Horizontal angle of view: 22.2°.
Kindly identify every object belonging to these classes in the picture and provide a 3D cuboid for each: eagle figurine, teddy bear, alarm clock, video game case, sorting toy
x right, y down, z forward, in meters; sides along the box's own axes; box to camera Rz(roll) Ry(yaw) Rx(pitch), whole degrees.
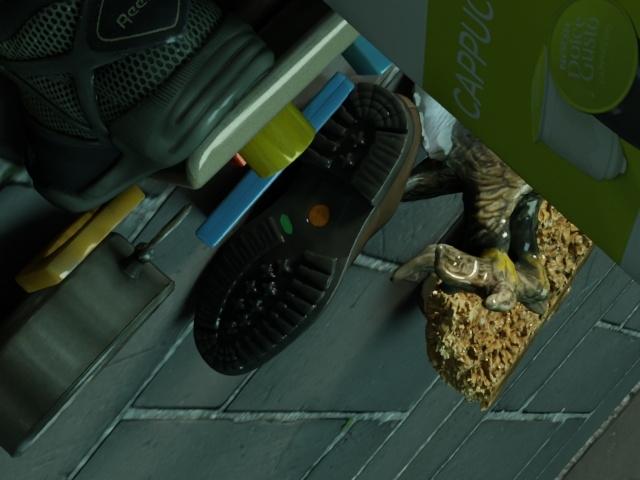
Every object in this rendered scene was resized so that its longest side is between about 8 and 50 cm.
[{"bbox_3d":[0.164,-0.096,1.164,0.225,0.226,0.298,12,91,-24],"label":"eagle figurine"},{"bbox_3d":[0.198,-0.013,1.483,0.338,0.113,0.245,-58,167,6],"label":"teddy bear"},{"bbox_3d":[-0.130,0.041,0.884,0.192,0.064,0.129,-43,-177,28],"label":"alarm clock"},{"bbox_3d":[-0.026,-0.048,0.962,0.119,0.015,0.166,-48,-178,2],"label":"video game case"},{"bbox_3d":[-0.014,-0.084,0.839,0.348,0.047,0.196,-44,-168,-10],"label":"sorting toy"}]

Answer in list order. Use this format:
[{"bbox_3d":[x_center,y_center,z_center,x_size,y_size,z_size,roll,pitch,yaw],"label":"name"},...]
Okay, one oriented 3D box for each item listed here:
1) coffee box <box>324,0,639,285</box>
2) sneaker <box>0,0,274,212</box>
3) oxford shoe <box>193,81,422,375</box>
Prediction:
[{"bbox_3d":[0.159,-0.239,0.599,0.338,0.334,0.337,-39,160,-18],"label":"coffee box"},{"bbox_3d":[-0.110,-0.085,0.725,0.087,0.130,0.227,-47,-171,-17],"label":"sneaker"},{"bbox_3d":[0.000,0.000,1.099,0.227,0.083,0.096,-51,164,13],"label":"oxford shoe"}]
